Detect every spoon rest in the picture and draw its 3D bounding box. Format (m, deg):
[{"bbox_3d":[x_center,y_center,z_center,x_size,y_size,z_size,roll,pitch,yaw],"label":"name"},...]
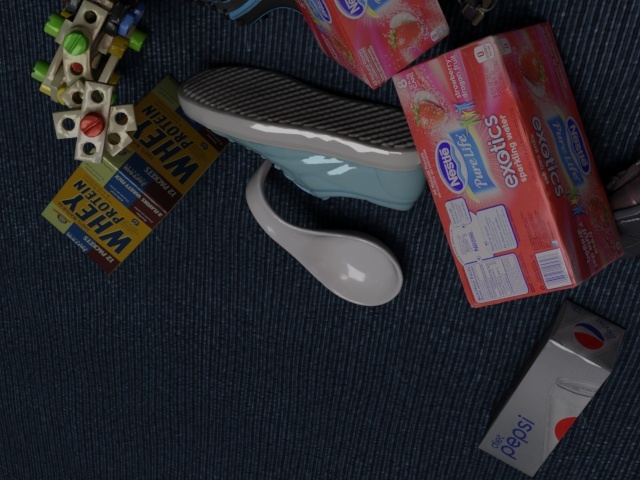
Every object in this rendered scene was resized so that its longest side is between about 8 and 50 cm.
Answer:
[{"bbox_3d":[0.000,0.000,1.721,0.276,0.084,0.137,39,137,-3],"label":"spoon rest"}]

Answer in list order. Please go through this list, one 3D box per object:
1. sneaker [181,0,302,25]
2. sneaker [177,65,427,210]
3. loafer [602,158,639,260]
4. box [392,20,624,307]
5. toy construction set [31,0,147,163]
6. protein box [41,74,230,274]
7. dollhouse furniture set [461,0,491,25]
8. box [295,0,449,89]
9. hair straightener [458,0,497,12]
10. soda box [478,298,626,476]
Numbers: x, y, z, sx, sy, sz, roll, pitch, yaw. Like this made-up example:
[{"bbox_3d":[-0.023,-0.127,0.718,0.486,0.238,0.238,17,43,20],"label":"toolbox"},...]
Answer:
[{"bbox_3d":[-0.133,-0.331,1.483,0.341,0.125,0.139,5,128,28],"label":"sneaker"},{"bbox_3d":[-0.029,-0.122,1.596,0.366,0.135,0.150,19,131,17],"label":"sneaker"},{"bbox_3d":[0.413,-0.064,1.429,0.109,0.095,0.302,17,148,-26],"label":"loafer"},{"bbox_3d":[0.223,-0.089,1.397,0.154,0.142,0.300,-17,94,40],"label":"box"},{"bbox_3d":[-0.311,-0.236,1.567,0.151,0.327,0.215,24,106,-22],"label":"toy construction set"},{"bbox_3d":[-0.265,-0.095,1.712,0.136,0.201,0.200,42,136,-8],"label":"protein box"},{"bbox_3d":[0.153,-0.303,1.366,0.114,0.081,0.091,38,136,-3],"label":"dollhouse furniture set"},{"bbox_3d":[0.029,-0.316,1.330,0.128,0.123,0.257,44,169,47],"label":"box"},{"bbox_3d":[0.128,-0.347,1.310,0.230,0.047,0.089,56,138,18],"label":"hair straightener"},{"bbox_3d":[0.330,0.219,1.703,0.098,0.091,0.286,28,136,6],"label":"soda box"}]
